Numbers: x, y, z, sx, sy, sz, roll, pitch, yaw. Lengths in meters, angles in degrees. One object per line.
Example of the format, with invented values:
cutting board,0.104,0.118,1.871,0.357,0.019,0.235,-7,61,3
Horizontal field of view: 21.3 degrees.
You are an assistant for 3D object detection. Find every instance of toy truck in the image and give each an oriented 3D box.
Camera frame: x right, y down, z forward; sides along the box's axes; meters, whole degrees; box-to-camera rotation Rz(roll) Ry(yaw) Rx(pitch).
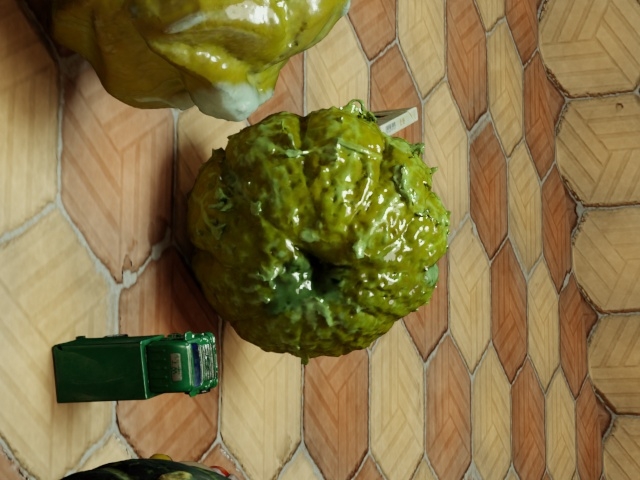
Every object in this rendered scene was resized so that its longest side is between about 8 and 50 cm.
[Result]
toy truck,-0.178,0.123,1.674,0.079,0.147,0.065,-12,98,-70

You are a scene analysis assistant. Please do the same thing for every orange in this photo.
orange,0.000,0.000,1.924,0.223,0.301,0.300,-89,172,-70

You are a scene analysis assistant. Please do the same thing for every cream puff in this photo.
cream puff,-0.151,-0.295,1.635,0.276,0.378,0.378,-13,100,-37

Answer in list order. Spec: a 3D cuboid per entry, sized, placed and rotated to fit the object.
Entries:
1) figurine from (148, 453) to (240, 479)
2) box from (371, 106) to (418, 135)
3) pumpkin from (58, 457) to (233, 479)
figurine,-0.135,0.318,1.796,0.176,0.186,0.287,-50,174,-1
box,0.073,-0.163,2.431,0.167,0.090,0.024,-34,118,-65
pumpkin,-0.158,0.349,1.501,0.323,0.241,0.323,-11,109,-35
